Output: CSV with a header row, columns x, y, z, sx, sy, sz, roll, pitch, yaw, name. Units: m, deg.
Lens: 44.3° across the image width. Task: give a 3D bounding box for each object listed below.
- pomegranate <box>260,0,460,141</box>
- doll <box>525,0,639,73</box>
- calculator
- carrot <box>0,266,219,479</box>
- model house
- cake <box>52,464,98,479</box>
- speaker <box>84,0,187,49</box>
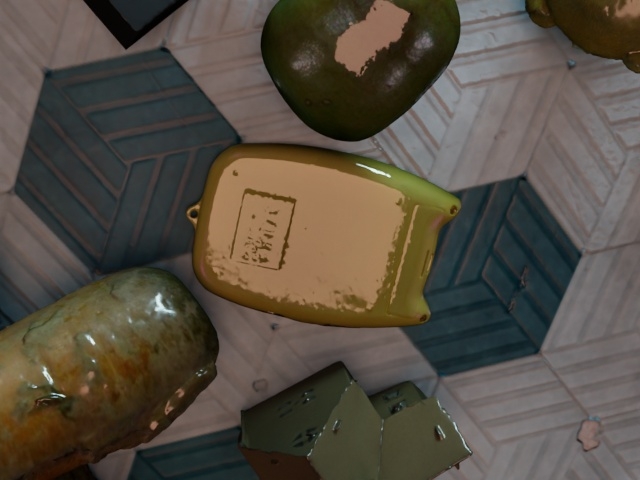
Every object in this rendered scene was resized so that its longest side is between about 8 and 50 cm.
x,y,z,sx,sy,sz,roll,pitch,yaw,name
0.009,-0.174,0.597,0.191,0.131,0.152,46,102,7,pomegranate
0.260,-0.240,0.625,0.137,0.097,0.209,31,93,25,doll
0.000,0.000,0.683,0.236,0.033,0.157,11,105,-8,calculator
-0.221,0.122,0.595,0.301,0.138,0.139,-21,109,-30,carrot
0.050,0.219,0.637,0.176,0.248,0.181,-31,108,2,model house
-0.277,0.352,0.631,0.290,0.256,0.282,-27,106,-4,cake
-0.183,-0.254,0.572,0.082,0.044,0.218,-45,106,-21,speaker
